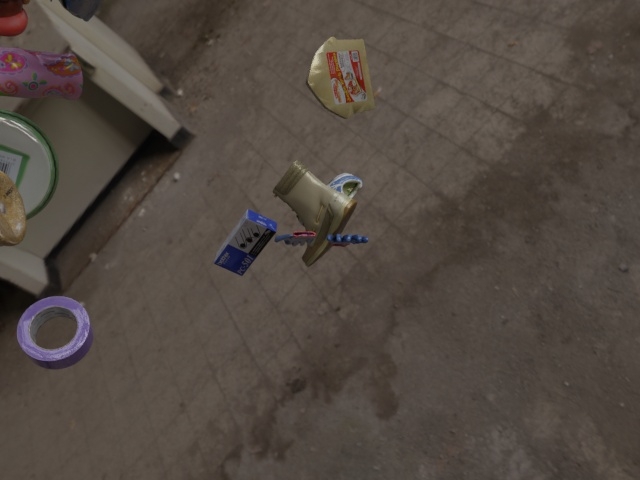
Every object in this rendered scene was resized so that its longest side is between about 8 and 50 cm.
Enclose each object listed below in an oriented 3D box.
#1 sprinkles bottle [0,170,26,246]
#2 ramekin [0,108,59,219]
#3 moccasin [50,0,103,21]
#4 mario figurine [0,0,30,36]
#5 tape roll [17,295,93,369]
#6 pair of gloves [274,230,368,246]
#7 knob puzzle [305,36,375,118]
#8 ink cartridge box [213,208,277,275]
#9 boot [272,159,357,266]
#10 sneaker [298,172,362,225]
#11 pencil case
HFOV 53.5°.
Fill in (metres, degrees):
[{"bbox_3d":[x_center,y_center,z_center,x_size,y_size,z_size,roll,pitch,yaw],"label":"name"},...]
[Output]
[{"bbox_3d":[-0.636,-0.008,0.952,0.355,0.121,0.121,-14,46,1],"label":"sprinkles bottle"},{"bbox_3d":[-0.801,-0.175,1.559,0.303,0.303,0.148,-58,25,-7],"label":"ramekin"},{"bbox_3d":[-0.551,-0.559,1.368,0.138,0.116,0.342,-56,15,-9],"label":"moccasin"},{"bbox_3d":[-0.581,-0.499,1.100,0.320,0.198,0.170,-44,49,41],"label":"mario figurine"},{"bbox_3d":[-0.734,0.256,1.766,0.080,0.188,0.189,108,173,-60],"label":"tape roll"},{"bbox_3d":[0.000,0.000,1.395,0.159,0.198,0.023,145,125,-79],"label":"pair of gloves"},{"bbox_3d":[0.038,-0.384,1.511,0.030,0.213,0.213,0,62,52],"label":"knob puzzle"},{"bbox_3d":[-0.219,0.009,1.837,0.207,0.097,0.046,-50,25,34],"label":"ink cartridge box"},{"bbox_3d":[-0.040,-0.066,1.656,0.095,0.203,0.262,-46,-9,-43],"label":"boot"},{"bbox_3d":[0.024,-0.114,1.710,0.211,0.080,0.081,-41,23,-18],"label":"sneaker"},{"bbox_3d":[-0.716,-0.393,1.508,0.124,0.284,0.124,11,106,42],"label":"pencil case"}]
